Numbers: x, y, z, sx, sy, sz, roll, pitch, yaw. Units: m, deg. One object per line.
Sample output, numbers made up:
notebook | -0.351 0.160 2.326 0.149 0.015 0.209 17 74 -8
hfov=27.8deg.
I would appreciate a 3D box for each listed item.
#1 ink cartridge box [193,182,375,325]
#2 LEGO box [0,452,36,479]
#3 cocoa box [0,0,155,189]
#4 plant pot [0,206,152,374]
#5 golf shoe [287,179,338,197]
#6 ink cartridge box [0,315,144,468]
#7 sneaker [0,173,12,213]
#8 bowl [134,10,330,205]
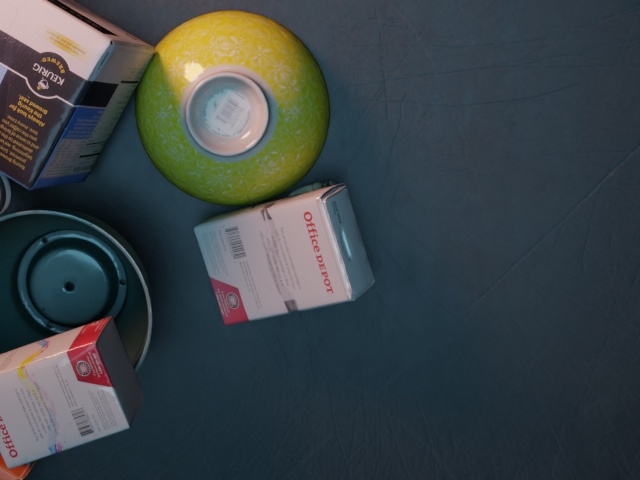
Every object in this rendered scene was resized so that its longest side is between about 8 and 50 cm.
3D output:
ink cartridge box | -0.050 0.020 1.857 0.218 0.092 0.158 -12 100 28
LEGO box | -0.706 0.417 1.892 0.372 0.193 0.500 34 97 -5
cocoa box | -0.446 -0.251 1.754 0.347 0.231 0.228 31 99 4
plant pot | -0.373 0.082 1.844 0.293 0.196 0.293 0 102 0
golf shoe | 0.000 0.000 1.919 0.086 0.069 0.176 -6 98 23
ink cartridge box | -0.344 0.199 1.703 0.176 0.127 0.128 -18 102 5
sneaker | -0.514 -0.076 1.828 0.296 0.178 0.123 3 100 28
bowl | -0.127 -0.183 1.832 0.290 0.156 0.289 0 98 -2
